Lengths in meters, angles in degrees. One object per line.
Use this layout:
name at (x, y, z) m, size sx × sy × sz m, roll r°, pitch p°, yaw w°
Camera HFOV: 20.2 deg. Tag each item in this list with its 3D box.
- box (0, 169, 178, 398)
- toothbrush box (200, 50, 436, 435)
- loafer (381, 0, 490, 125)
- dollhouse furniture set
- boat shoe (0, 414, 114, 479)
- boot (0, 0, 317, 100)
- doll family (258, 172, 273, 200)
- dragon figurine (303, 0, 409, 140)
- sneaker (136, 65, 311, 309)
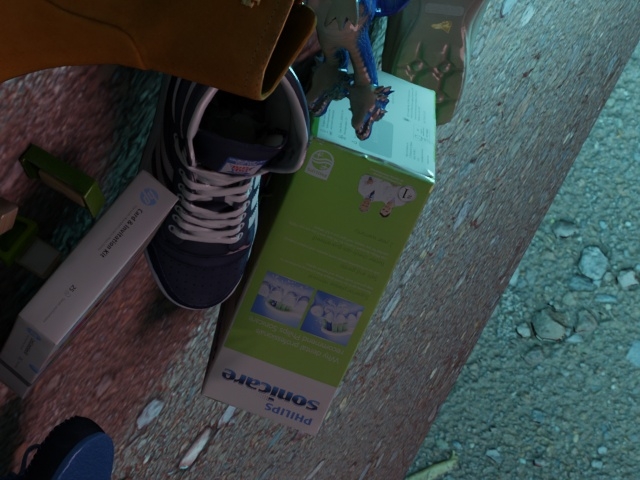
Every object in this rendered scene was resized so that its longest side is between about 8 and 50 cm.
box at (-0.180, 0.036, 1.347) m, size 0.145 × 0.038 × 0.186 m, roll -52°, pitch -179°, yaw -24°
toothbrush box at (0.000, 0.000, 1.654) m, size 0.206 × 0.122 × 0.283 m, roll -82°, pitch -167°, yaw -62°
loafer at (0.119, -0.258, 1.727) m, size 0.111 × 0.112 × 0.319 m, roll -96°, pitch -161°, yaw -50°
dollhouse furniture set at (-0.218, 0.011, 1.246) m, size 0.152 × 0.058 × 0.076 m, roll -54°, pitch 163°, yaw -17°
boat shoe at (-0.259, 0.241, 1.517) m, size 0.109 × 0.089 × 0.258 m, roll -10°, pitch 136°, yaw -53°
boot at (-0.123, -0.123, 0.999) m, size 0.295 × 0.211 × 0.104 m, roll -58°, pitch 164°, yaw -2°
doll family at (-0.080, -0.047, 1.539) m, size 0.193 × 0.076 × 0.111 m, roll -42°, pitch 153°, yaw -53°
dragon figurine at (0.031, -0.231, 1.475) m, size 0.144 × 0.085 × 0.289 m, roll 13°, pitch 88°, yaw -74°
sneaker at (-0.076, -0.043, 1.343) m, size 0.153 × 0.099 × 0.282 m, roll -115°, pitch -151°, yaw -57°
